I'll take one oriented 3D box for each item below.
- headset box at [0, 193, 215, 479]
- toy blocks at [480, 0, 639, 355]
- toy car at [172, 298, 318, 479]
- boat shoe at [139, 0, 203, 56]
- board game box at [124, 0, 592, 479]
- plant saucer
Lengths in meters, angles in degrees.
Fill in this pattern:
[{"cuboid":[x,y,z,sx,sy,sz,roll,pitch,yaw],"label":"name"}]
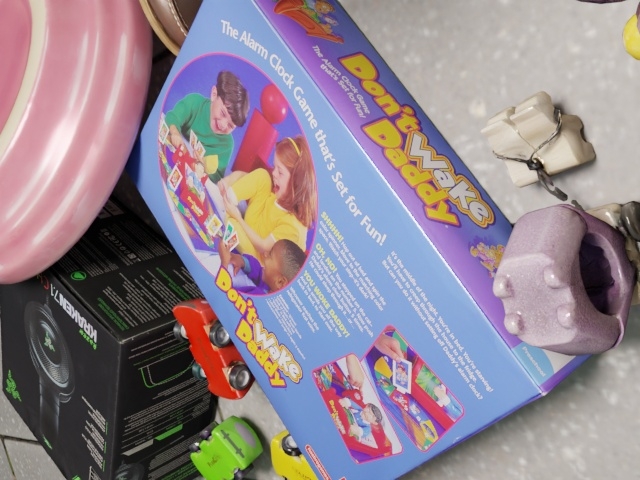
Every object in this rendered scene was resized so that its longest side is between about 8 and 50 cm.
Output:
[{"cuboid":[-0.237,0.126,0.785,0.246,0.131,0.283,37,128,31],"label":"headset box"},{"cuboid":[0.124,-0.086,0.248,0.309,0.260,0.289,-21,90,47],"label":"toy blocks"},{"cuboid":[-0.067,0.176,0.679,0.239,0.053,0.225,48,140,8],"label":"toy car"},{"cuboid":[-0.112,-0.248,0.561,0.073,0.073,0.207,-11,97,49],"label":"boat shoe"},{"cuboid":[0.000,0.000,0.537,0.347,0.078,0.233,56,136,15],"label":"board game box"},{"cuboid":[-0.295,-0.128,0.677,0.332,0.084,0.332,-14,68,37],"label":"plant saucer"}]
